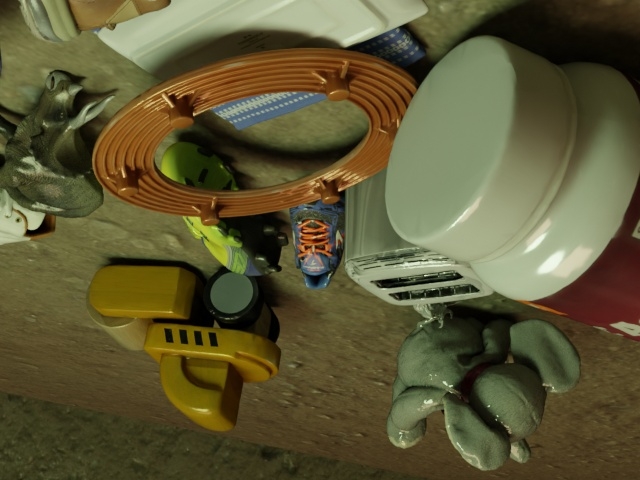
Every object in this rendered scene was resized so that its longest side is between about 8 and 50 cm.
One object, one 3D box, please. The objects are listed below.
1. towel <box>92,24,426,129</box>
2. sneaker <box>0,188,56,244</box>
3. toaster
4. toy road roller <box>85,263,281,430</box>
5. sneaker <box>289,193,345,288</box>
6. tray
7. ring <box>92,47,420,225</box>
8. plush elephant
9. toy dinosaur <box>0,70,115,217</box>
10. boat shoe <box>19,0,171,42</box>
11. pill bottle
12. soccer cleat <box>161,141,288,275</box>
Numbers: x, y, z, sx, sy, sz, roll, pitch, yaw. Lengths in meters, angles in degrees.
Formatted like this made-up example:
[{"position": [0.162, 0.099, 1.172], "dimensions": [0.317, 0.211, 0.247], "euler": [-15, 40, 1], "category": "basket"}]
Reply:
[{"position": [-0.097, -0.217, 0.738], "dimensions": [0.243, 0.040, 0.336], "euler": [-14, 150, 36], "category": "towel"}, {"position": [-0.434, -0.071, 1.102], "dimensions": [0.123, 0.105, 0.290], "euler": [-2, 164, 6], "category": "sneaker"}, {"position": [0.128, -0.013, 0.971], "dimensions": [0.227, 0.146, 0.129], "euler": [-9, 152, 34], "category": "toaster"}, {"position": [-0.230, 0.181, 1.408], "dimensions": [0.330, 0.240, 0.202], "euler": [4, 156, 10], "category": "toy road roller"}, {"position": [0.000, 0.000, 1.116], "dimensions": [0.083, 0.087, 0.221], "euler": [3, 156, 9], "category": "sneaker"}, {"position": [-0.057, -0.180, 0.729], "dimensions": [0.270, 0.030, 0.145], "euler": [-15, 150, 36], "category": "tray"}, {"position": [-0.055, -0.086, 0.846], "dimensions": [0.337, 0.032, 0.336], "euler": [-11, 162, -4], "category": "ring"}, {"position": [0.256, 0.238, 1.325], "dimensions": [0.255, 0.272, 0.330], "euler": [45, 162, 39], "category": "plush elephant"}, {"position": [-0.327, -0.075, 1.020], "dimensions": [0.160, 0.121, 0.313], "euler": [20, 153, 6], "category": "toy dinosaur"}, {"position": [-0.151, -0.271, 0.511], "dimensions": [0.116, 0.123, 0.324], "euler": [-8, 144, -9], "category": "boat shoe"}, {"position": [0.274, -0.029, 0.789], "dimensions": [0.392, 0.224, 0.224], "euler": [19, 154, -22], "category": "pill bottle"}, {"position": [-0.144, -0.030, 1.094], "dimensions": [0.121, 0.093, 0.289], "euler": [5, 156, 25], "category": "soccer cleat"}]
